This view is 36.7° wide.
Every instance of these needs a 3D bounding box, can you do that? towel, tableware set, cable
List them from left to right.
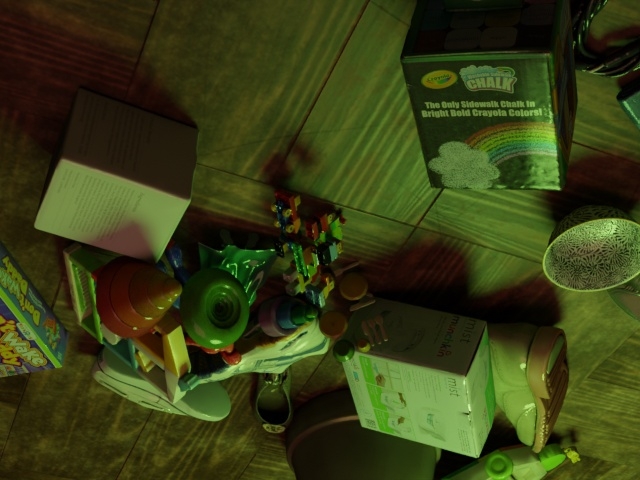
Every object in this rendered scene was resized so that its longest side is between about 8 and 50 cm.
[{"bbox_3d":[0.044,0.119,1.599,0.104,0.154,0.024,-23,161,3],"label":"tableware set"},{"bbox_3d":[0.397,-0.282,1.246,0.151,0.047,0.184,18,133,-19],"label":"cable"},{"bbox_3d":[0.472,-0.184,1.365,0.067,0.029,0.119,-30,130,27],"label":"towel"}]

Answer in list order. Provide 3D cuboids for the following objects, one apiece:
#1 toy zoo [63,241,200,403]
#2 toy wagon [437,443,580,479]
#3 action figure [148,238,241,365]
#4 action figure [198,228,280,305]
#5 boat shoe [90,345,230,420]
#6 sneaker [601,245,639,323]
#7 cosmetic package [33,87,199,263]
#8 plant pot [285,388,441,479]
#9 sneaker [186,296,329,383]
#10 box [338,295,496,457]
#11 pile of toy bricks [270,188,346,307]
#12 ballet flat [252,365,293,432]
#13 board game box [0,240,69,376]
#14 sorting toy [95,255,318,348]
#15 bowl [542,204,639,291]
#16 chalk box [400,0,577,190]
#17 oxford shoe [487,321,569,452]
[{"bbox_3d":[-0.302,0.147,1.566,0.293,0.030,0.192,34,143,24],"label":"toy zoo"},{"bbox_3d":[0.379,0.506,2.030,0.344,0.068,0.267,-30,148,6],"label":"toy wagon"},{"bbox_3d":[-0.235,0.100,1.556,0.139,0.091,0.280,-23,110,44],"label":"action figure"},{"bbox_3d":[-0.157,0.081,1.609,0.137,0.063,0.232,9,132,-13],"label":"action figure"},{"bbox_3d":[-0.298,0.275,1.793,0.267,0.096,0.088,24,135,-23],"label":"boat shoe"},{"bbox_3d":[0.553,0.080,1.623,0.222,0.118,0.083,48,124,-5],"label":"sneaker"},{"bbox_3d":[-0.285,-0.089,1.361,0.184,0.151,0.151,19,134,-19],"label":"cosmetic package"},{"bbox_3d":[0.089,0.497,1.903,0.323,0.280,0.323,-1,138,-1],"label":"plant pot"},{"bbox_3d":[-0.123,0.205,1.710,0.296,0.112,0.131,-19,140,22],"label":"sneaker"},{"bbox_3d":[0.174,0.241,1.682,0.231,0.126,0.262,10,141,24],"label":"box"},{"bbox_3d":[0.000,0.000,1.509,0.118,0.105,0.212,26,142,33],"label":"pile of toy bricks"},{"bbox_3d":[-0.089,0.305,1.853,0.084,0.058,0.250,4,137,-4],"label":"ballet flat"},{"bbox_3d":[-0.607,0.101,1.609,0.233,0.078,0.347,-11,136,10],"label":"board game box"},{"bbox_3d":[-0.147,0.094,1.444,0.365,0.127,0.126,13,164,-41],"label":"sorting toy"},{"bbox_3d":[0.429,-0.002,1.521,0.170,0.080,0.170,-1,136,-1],"label":"bowl"},{"bbox_3d":[0.212,-0.223,1.188,0.180,0.179,0.289,2,139,20],"label":"chalk box"},{"bbox_3d":[0.376,0.265,1.799,0.146,0.140,0.397,16,146,24],"label":"oxford shoe"}]
